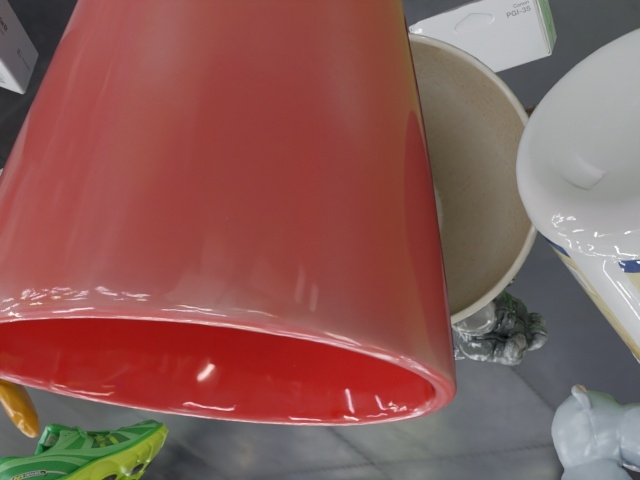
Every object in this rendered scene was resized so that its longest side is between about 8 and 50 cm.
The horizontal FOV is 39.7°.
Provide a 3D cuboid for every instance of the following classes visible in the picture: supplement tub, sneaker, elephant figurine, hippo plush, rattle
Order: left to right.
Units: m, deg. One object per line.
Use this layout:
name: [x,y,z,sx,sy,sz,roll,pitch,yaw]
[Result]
rattle: [-0.281,0.080,0.933,0.142,0.199,0.130,27,135,27]
sneaker: [-0.316,0.289,1.210,0.123,0.295,0.109,42,110,18]
elephant figurine: [0.277,0.087,1.518,0.239,0.186,0.169,59,165,-22]
hippo plush: [0.385,0.332,1.197,0.294,0.237,0.234,0,148,23]
supplement tub: [0.330,-0.003,0.736,0.228,0.228,0.316,-12,135,39]

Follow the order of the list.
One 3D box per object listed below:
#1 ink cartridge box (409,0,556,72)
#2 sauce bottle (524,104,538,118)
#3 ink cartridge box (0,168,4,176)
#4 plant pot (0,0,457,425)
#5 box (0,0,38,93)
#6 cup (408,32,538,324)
ink cartridge box: [0.283,-0.351,1.504,0.207,0.283,0.117,-15,103,21]
sauce bottle: [0.206,-0.115,1.433,0.344,0.111,0.111,-17,128,31]
ink cartridge box: [-0.571,0.100,1.348,0.151,0.270,0.395,42,132,-20]
plant pot: [-0.055,-0.036,0.514,0.274,0.243,0.275,4,160,2]
box: [-0.301,-0.165,0.598,0.186,0.038,0.145,14,167,0]
cup: [0.076,-0.047,1.053,0.330,0.331,0.237,21,173,5]
